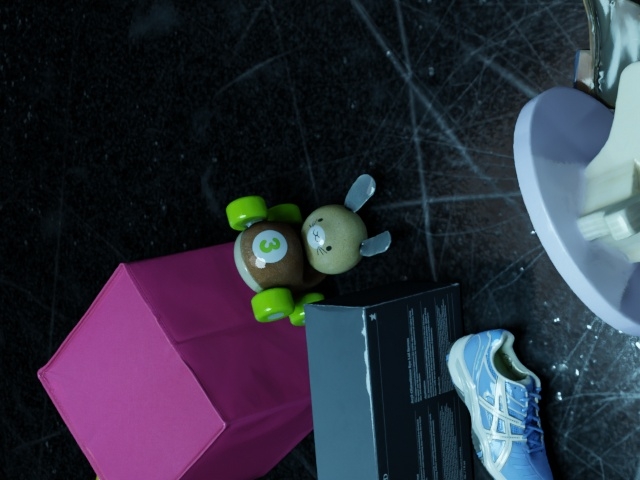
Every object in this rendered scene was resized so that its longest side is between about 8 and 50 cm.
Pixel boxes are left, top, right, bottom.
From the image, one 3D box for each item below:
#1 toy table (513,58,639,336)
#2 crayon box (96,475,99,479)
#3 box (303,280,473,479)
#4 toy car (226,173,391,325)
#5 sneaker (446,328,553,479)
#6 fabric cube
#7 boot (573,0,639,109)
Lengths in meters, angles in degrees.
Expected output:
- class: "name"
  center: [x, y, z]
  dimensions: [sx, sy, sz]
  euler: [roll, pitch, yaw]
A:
- class: "toy table"
  center: [0.325, -0.046, 1.374]
  dimensions: [0.274, 0.252, 0.161]
  euler: [53, 146, -6]
- class: "crayon box"
  center: [-0.272, 0.409, 2.013]
  dimensions: [0.165, 0.081, 0.278]
  euler: [49, 128, 52]
- class: "box"
  center: [0.083, 0.190, 1.643]
  dimensions: [0.103, 0.184, 0.261]
  euler: [1, 98, 40]
- class: "toy car"
  center: [0.000, 0.000, 1.720]
  dimensions: [0.188, 0.149, 0.155]
  euler: [-26, 70, 29]
- class: "sneaker"
  center: [0.219, 0.201, 1.598]
  dimensions: [0.081, 0.080, 0.211]
  euler: [-34, 77, 42]
- class: "fabric cube"
  center: [-0.161, 0.177, 1.800]
  dimensions: [0.254, 0.258, 0.259]
  euler: [-48, 67, 36]
- class: "boot"
  center: [0.331, -0.242, 1.440]
  dimensions: [0.106, 0.082, 0.219]
  euler: [11, 111, 25]
